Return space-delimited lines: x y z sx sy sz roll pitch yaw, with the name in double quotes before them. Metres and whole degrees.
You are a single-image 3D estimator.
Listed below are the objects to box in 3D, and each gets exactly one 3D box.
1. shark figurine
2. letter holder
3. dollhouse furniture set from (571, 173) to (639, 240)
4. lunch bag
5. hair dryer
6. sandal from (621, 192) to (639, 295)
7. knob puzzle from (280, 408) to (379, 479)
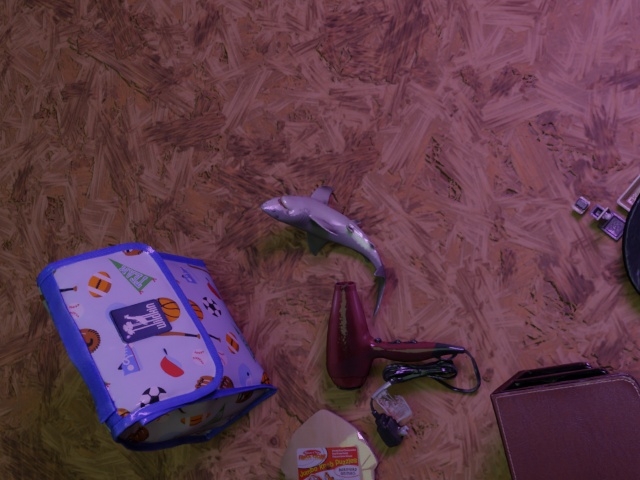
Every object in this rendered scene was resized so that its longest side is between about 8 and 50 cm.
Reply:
"shark figurine" 0.026 0.007 1.449 0.278 0.166 0.116 36 125 8
"letter holder" 0.401 0.334 1.117 0.214 0.152 0.302 -16 86 30
"dollhouse furniture set" 0.469 -0.074 1.243 0.091 0.081 0.114 43 101 24
"lunch bag" -0.296 0.189 1.396 0.239 0.385 0.328 -40 67 15
"hair dryer" 0.115 0.191 1.364 0.223 0.080 0.293 -42 90 12
"sandal" 0.605 -0.100 1.152 0.167 0.107 0.446 35 98 10
"knob puzzle" 0.018 0.404 1.414 0.213 0.030 0.213 -4 81 25
